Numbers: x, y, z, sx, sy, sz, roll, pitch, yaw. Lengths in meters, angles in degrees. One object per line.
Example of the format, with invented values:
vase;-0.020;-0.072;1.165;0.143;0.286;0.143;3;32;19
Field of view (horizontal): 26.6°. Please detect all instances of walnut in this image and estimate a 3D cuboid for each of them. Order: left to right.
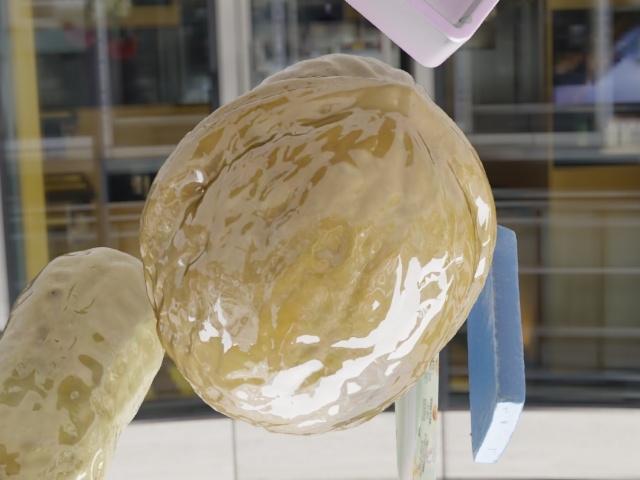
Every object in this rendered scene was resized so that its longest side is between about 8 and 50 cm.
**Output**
walnut;0.000;0.000;1.154;0.332;0.333;0.333;-2;-171;0

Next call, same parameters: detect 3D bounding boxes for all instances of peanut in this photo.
peanut;-0.274;0.164;1.401;0.169;0.192;0.387;22;-134;-1

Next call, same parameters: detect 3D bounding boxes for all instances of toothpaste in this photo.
toothpaste;0.108;0.152;1.499;0.058;0.314;0.056;4;167;-13

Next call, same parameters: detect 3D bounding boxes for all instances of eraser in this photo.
eraser;0.237;0.138;1.845;0.042;0.144;0.312;9;-133;-5

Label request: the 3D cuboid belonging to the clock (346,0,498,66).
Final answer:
clock;0.059;-0.246;1.010;0.150;0.197;0.063;-53;-175;-22
